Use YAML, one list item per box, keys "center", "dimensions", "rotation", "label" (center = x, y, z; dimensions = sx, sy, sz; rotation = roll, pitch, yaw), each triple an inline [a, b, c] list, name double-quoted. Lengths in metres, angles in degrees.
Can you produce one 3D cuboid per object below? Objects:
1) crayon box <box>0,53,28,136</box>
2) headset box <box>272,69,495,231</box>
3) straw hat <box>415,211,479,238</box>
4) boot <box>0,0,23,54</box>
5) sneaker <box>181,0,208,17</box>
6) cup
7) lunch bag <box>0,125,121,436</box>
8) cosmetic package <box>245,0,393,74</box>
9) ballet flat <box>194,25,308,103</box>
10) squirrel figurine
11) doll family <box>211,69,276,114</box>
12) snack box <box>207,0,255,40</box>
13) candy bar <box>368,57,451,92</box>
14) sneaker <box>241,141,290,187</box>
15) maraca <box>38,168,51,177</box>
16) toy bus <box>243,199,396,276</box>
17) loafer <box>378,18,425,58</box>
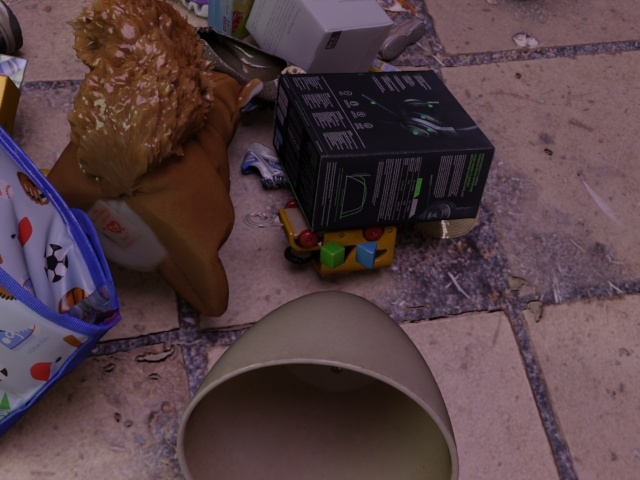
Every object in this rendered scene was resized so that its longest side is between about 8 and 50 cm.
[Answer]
- center: [-0.569, -0.145, 1.249]
  dimensions: [0.203, 0.083, 0.322]
  rotation: [10, 81, -4]
  label: "crayon box"
- center: [0.094, -0.145, 1.302]
  dimensions: [0.283, 0.131, 0.246]
  rotation: [-6, 39, -17]
  label: "headset box"
- center: [0.204, -0.080, 1.399]
  dimensions: [0.145, 0.061, 0.144]
  rotation: [3, 60, -5]
  label: "straw hat"
- center: [-0.718, -0.365, 1.398]
  dimensions: [0.377, 0.138, 0.284]
  rotation: [38, 62, 5]
  label: "boot"
- center: [-0.271, -0.500, 1.553]
  dimensions: [0.236, 0.104, 0.095]
  rotation: [26, 61, 8]
  label: "sneaker"
- center: [0.007, 0.198, 1.093]
  dimensions: [0.331, 0.331, 0.237]
  rotation: [12, 35, -1]
  label: "cup"
- center: [-0.462, 0.045, 1.049]
  dimensions: [0.385, 0.328, 0.239]
  rotation: [48, 26, -1]
  label: "lunch bag"
- center: [-0.005, -0.369, 1.468]
  dimensions: [0.151, 0.151, 0.183]
  rotation: [-18, 64, -35]
  label: "cosmetic package"
- center: [-0.120, -0.292, 1.396]
  dimensions: [0.250, 0.058, 0.084]
  rotation: [28, 57, 17]
  label: "ballet flat"
- center: [-0.210, -0.163, 1.210]
  dimensions: [0.281, 0.397, 0.370]
  rotation: [13, 46, 11]
  label: "squirrel figurine"
- center: [-0.121, -0.272, 1.459]
  dimensions: [0.111, 0.076, 0.193]
  rotation: [-25, 63, -15]
  label: "doll family"
- center: [-0.102, -0.468, 1.516]
  dimensions: [0.070, 0.174, 0.207]
  rotation: [41, 64, 14]
  label: "snack box"
- center: [0.156, -0.285, 1.536]
  dimensions: [0.162, 0.018, 0.040]
  rotation: [25, 56, 7]
  label: "candy bar"
- center: [-0.068, -0.105, 1.389]
  dimensions: [0.135, 0.052, 0.058]
  rotation: [25, 70, 15]
  label: "sneaker"
- center: [-0.417, -0.063, 1.281]
  dimensions: [0.127, 0.099, 0.185]
  rotation: [-3, 39, 35]
  label: "maraca"
- center: [0.013, 0.002, 1.298]
  dimensions: [0.202, 0.104, 0.191]
  rotation: [20, 36, 23]
  label: "toy bus"
- center: [0.141, -0.370, 1.574]
  dimensions: [0.039, 0.045, 0.125]
  rotation: [31, 53, 29]
  label: "loafer"
